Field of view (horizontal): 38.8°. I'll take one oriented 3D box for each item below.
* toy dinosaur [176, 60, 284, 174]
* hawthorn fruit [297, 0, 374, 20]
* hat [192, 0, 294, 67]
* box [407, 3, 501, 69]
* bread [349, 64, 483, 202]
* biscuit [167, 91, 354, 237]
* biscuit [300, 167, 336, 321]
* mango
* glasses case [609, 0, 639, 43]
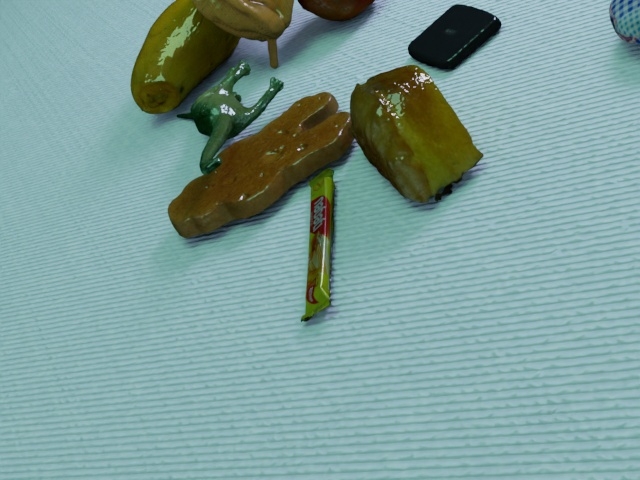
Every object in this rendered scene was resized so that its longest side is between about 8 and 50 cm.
[{"bbox_3d":[-0.200,-0.178,1.556,0.447,0.087,0.301,-12,39,56],"label":"toy dinosaur"},{"bbox_3d":[0.020,-0.488,1.721,0.157,0.157,0.194,-51,20,-22],"label":"hawthorn fruit"},{"bbox_3d":[-0.127,-0.438,1.731,0.233,0.233,0.244,-20,4,-10],"label":"hat"},{"bbox_3d":[0.214,-0.327,1.470,0.125,0.027,0.126,-42,37,-7],"label":"box"},{"bbox_3d":[0.112,-0.168,1.265,0.129,0.134,0.260,-33,35,0],"label":"bread"},{"bbox_3d":[-0.093,-0.114,1.443,0.333,0.047,0.202,-34,33,-3],"label":"biscuit"},{"bbox_3d":[0.000,0.000,1.250,0.048,0.026,0.292,-39,29,29],"label":"biscuit"},{"bbox_3d":[-0.270,-0.399,1.842,0.187,0.144,0.359,12,59,45],"label":"mango"},{"bbox_3d":[0.541,-0.346,1.179,0.327,0.076,0.125,-19,36,19],"label":"glasses case"}]
